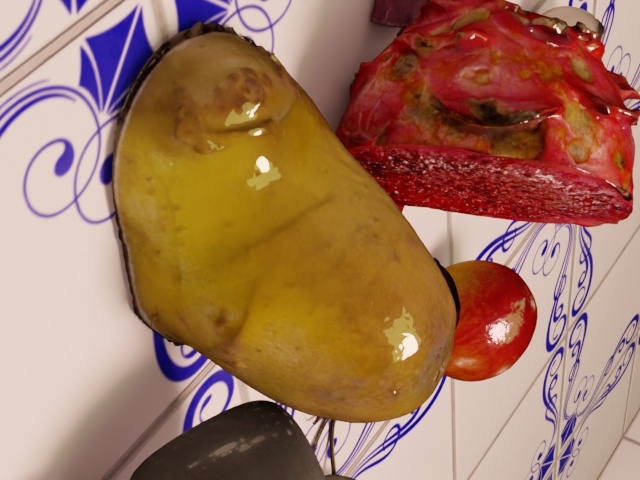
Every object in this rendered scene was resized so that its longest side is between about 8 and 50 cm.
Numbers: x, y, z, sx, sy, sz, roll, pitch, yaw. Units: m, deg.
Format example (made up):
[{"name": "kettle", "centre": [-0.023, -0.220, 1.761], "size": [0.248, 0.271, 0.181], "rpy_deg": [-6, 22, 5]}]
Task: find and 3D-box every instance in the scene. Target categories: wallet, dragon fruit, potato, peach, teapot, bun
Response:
[{"name": "wallet", "centre": [0.117, -0.366, 1.384], "size": [0.119, 0.025, 0.232], "rpy_deg": [-13, 120, -57]}, {"name": "dragon fruit", "centre": [0.205, -0.150, 1.368], "size": [0.386, 0.371, 0.249], "rpy_deg": [15, 82, -34]}, {"name": "potato", "centre": [0.000, 0.000, 1.167], "size": [0.290, 0.296, 0.397], "rpy_deg": [-41, 145, -44]}, {"name": "peach", "centre": [0.238, 0.119, 1.770], "size": [0.197, 0.197, 0.197], "rpy_deg": [-41, 143, -41]}, {"name": "teapot", "centre": [-0.155, 0.299, 1.216], "size": [0.285, 0.305, 0.223], "rpy_deg": [-16, 101, -20]}, {"name": "bun", "centre": [0.342, -0.269, 1.758], "size": [0.173, 0.120, 0.172], "rpy_deg": [18, 90, -90]}]

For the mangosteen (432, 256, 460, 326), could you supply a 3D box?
[{"name": "mangosteen", "centre": [0.096, 0.096, 1.550], "size": [0.184, 0.172, 0.172], "rpy_deg": [-54, 152, -3]}]

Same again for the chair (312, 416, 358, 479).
[{"name": "chair", "centre": [0.041, 0.372, 1.673], "size": [0.160, 0.170, 0.325], "rpy_deg": [-2, 118, -58]}]
